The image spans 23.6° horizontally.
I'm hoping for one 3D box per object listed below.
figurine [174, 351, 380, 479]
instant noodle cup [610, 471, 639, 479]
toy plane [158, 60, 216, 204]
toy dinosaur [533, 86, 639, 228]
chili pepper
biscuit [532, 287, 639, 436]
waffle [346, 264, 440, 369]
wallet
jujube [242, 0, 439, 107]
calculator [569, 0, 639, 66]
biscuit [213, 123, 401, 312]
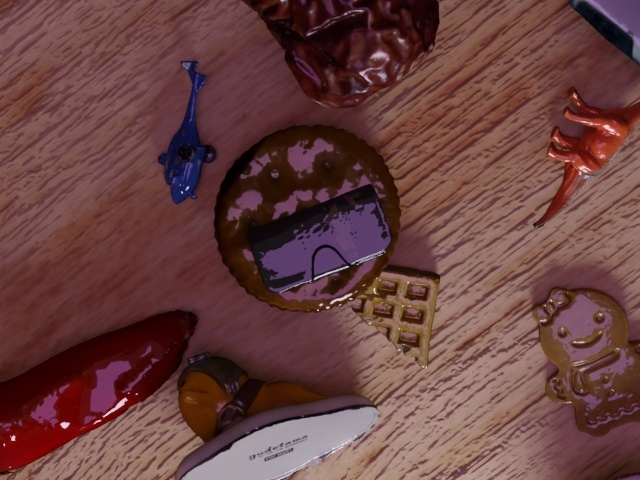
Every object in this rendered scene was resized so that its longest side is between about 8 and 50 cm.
[{"bbox_3d":[-0.071,0.192,1.794,0.250,0.166,0.141,-14,59,-19],"label":"figurine"},{"bbox_3d":[0.386,0.386,1.787,0.274,0.091,0.273,1,99,3],"label":"instant noodle cup"},{"bbox_3d":[-0.156,-0.123,1.769,0.062,0.054,0.167,15,100,27],"label":"toy plane"},{"bbox_3d":[0.320,-0.134,1.738,0.101,0.055,0.279,30,97,-11],"label":"toy dinosaur"},{"bbox_3d":[-0.313,0.189,1.796,0.388,0.110,0.110,-27,96,1],"label":"chili pepper"},{"bbox_3d":[0.325,0.139,1.788,0.134,0.027,0.184,-10,97,6],"label":"biscuit"},{"bbox_3d":[0.040,0.079,1.797,0.191,0.032,0.125,8,102,5],"label":"waffle"},{"bbox_3d":[0.000,0.000,1.703,0.157,0.018,0.082,-20,83,6],"label":"wallet"},{"bbox_3d":[0.021,-0.272,1.654,0.213,0.213,0.232,-35,94,7],"label":"jujube"},{"bbox_3d":[0.414,-0.252,1.703,0.293,0.051,0.173,38,86,-2],"label":"calculator"},{"bbox_3d":[-0.016,-0.024,1.748,0.221,0.066,0.220,0,85,5],"label":"biscuit"}]
